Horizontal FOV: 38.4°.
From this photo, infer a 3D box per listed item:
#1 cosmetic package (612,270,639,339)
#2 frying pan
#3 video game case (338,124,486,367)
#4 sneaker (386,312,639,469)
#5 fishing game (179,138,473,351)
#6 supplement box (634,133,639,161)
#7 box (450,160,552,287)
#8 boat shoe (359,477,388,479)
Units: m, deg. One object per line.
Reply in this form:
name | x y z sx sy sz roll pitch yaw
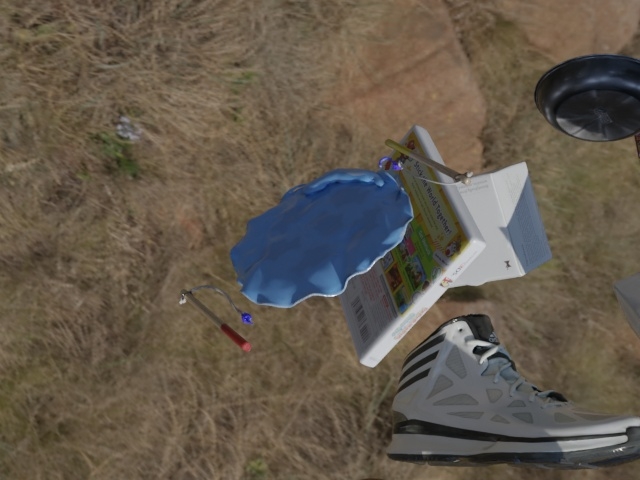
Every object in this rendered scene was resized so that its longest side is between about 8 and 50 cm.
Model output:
cosmetic package | 0.636 0.070 1.274 0.377 0.284 0.097 -26 106 9
frying pan | 0.478 -0.203 1.346 0.197 0.326 0.053 60 37 -57
video game case | 0.089 0.002 1.091 0.026 0.227 0.206 23 121 -30
sneaker | 0.305 0.237 1.498 0.169 0.447 0.258 24 64 -50
fishing game | 0.000 0.000 0.849 0.264 0.189 0.041 -39 124 -16
supplement box | 0.577 -0.175 1.594 0.043 0.055 0.083 22 60 -56
box | 0.275 -0.024 1.588 0.119 0.181 0.182 -22 96 -47
boat shoe | 0.170 0.433 1.358 0.123 0.342 0.123 19 75 -33
